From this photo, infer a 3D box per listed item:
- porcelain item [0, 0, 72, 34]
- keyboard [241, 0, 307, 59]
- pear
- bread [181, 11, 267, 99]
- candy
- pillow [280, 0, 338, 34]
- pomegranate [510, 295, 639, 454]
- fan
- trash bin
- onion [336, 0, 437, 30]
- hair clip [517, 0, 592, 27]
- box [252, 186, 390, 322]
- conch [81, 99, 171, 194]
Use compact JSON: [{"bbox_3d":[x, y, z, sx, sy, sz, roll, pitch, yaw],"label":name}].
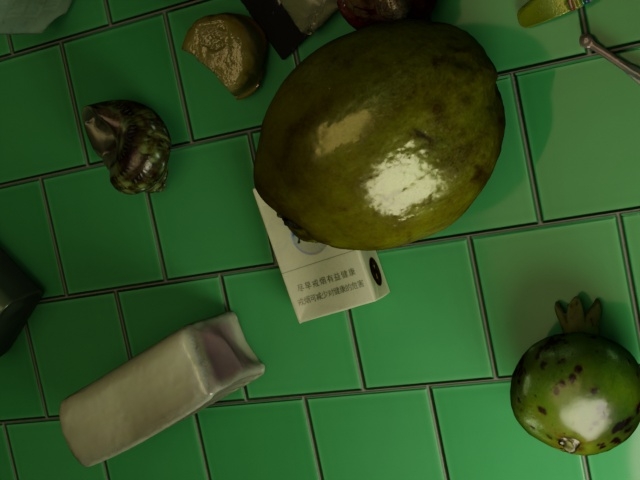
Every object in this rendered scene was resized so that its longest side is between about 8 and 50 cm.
[{"bbox_3d":[-0.562,-0.522,1.949,0.157,0.281,0.286,36,114,14],"label":"porcelain item"},{"bbox_3d":[-0.098,-0.415,1.888,0.196,0.015,0.074,55,132,8],"label":"keyboard"},{"bbox_3d":[0.092,-0.163,1.669,0.413,0.352,0.352,-32,84,15],"label":"pear"},{"bbox_3d":[-0.159,-0.337,1.897,0.156,0.086,0.125,47,110,9],"label":"bread"},{"bbox_3d":[-0.299,0.276,2.007,0.358,0.208,0.145,-31,84,28],"label":"candy"},{"bbox_3d":[-0.009,-0.532,1.791,0.274,0.076,0.281,-38,83,26],"label":"pillow"},{"bbox_3d":[0.404,0.214,1.677,0.210,0.263,0.211,12,148,7],"label":"pomegranate"},{"bbox_3d":[0.507,-0.227,1.625,0.282,0.023,0.057,36,122,16],"label":"fan"},{"bbox_3d":[-0.765,0.073,2.232,0.343,0.158,0.223,39,115,9],"label":"trash bin"},{"bbox_3d":[0.114,-0.398,1.699,0.184,0.184,0.147,-51,34,24],"label":"onion"},{"bbox_3d":[0.385,-0.382,1.650,0.188,0.033,0.060,-25,87,27],"label":"hair clip"},{"bbox_3d":[0.000,0.000,1.888,0.164,0.069,0.257,-18,92,27],"label":"box"},{"bbox_3d":[-0.353,-0.172,2.005,0.187,0.124,0.182,17,117,47],"label":"conch"}]
